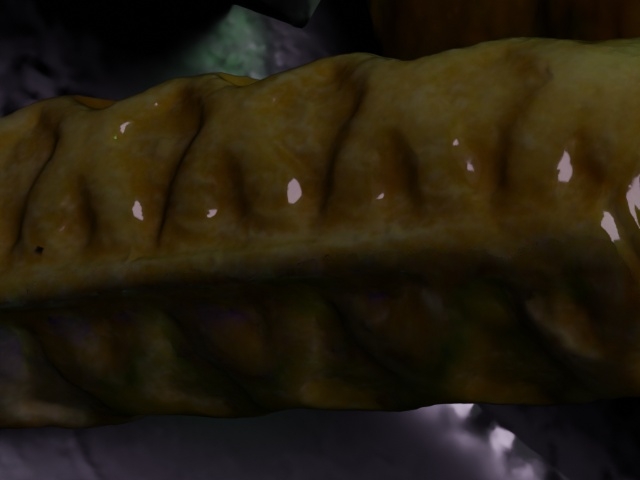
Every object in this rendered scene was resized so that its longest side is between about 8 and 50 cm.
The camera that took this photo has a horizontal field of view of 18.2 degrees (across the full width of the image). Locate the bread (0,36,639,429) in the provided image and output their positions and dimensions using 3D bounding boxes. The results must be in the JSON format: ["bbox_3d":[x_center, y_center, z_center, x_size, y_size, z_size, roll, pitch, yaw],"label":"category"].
[{"bbox_3d":[0.000,0.001,0.565,0.087,0.269,0.098,29,60,-58],"label":"bread"}]

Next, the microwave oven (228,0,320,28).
[{"bbox_3d":[-0.088,-0.225,0.591,0.295,0.181,0.237,29,93,-14],"label":"microwave oven"}]

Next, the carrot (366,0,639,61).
[{"bbox_3d":[0.162,-0.069,0.662,0.241,0.340,0.242,-8,105,-32],"label":"carrot"}]
